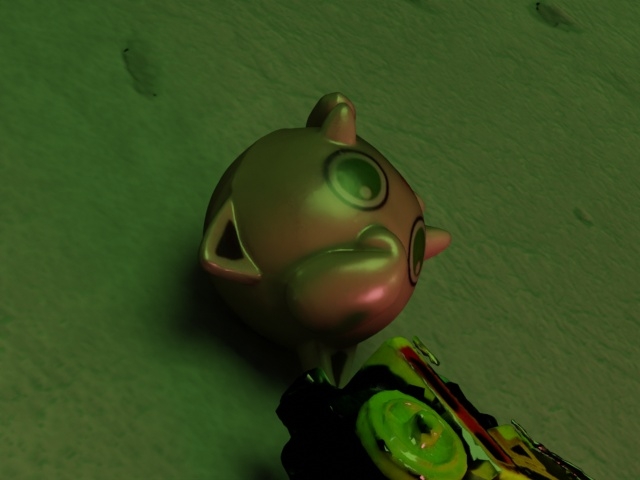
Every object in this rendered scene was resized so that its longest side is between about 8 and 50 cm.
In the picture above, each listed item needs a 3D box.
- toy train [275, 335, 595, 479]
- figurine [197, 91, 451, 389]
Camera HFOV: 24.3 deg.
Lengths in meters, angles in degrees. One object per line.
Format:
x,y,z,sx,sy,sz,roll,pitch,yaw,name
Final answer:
0.099,0.170,0.679,0.296,0.100,0.160,49,29,21,toy train
0.000,0.000,0.779,0.125,0.125,0.138,32,50,-5,figurine
